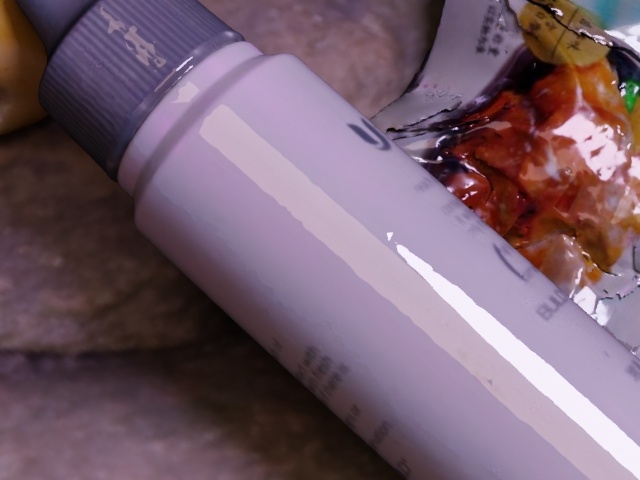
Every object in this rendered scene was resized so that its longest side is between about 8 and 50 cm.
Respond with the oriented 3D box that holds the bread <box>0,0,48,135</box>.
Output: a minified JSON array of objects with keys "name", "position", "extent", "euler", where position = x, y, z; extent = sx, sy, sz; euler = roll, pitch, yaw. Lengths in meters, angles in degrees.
[{"name":"bread","position":[-0.177,-0.183,0.739],"extent":[0.142,0.091,0.305],"euler":[-10,67,2]}]

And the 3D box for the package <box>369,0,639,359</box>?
[{"name":"package","position":[0.130,-0.030,0.695],"extent":[0.232,0.040,0.166],"euler":[32,73,10]}]

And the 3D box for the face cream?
[{"name":"face cream","position":[0.000,0.000,0.638],"extent":[0.311,0.092,0.092],"euler":[41,73,9]}]
